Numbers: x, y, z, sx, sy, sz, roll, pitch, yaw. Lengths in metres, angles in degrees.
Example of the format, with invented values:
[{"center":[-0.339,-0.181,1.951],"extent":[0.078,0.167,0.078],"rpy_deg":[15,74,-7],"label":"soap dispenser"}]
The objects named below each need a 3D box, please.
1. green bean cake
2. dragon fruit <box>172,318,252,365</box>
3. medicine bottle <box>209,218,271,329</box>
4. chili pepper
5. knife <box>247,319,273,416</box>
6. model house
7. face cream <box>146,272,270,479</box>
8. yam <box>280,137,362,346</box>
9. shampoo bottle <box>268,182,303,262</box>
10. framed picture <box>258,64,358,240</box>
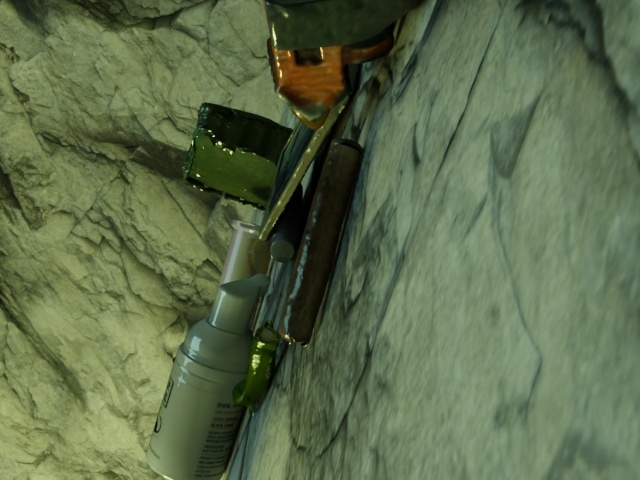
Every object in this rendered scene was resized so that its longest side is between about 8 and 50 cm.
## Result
[{"center":[-0.157,-0.173,2.087],"extent":[0.255,0.241,0.132],"rpy_deg":[123,166,-69],"label":"green bean cake"},{"center":[-0.201,0.220,1.935],"extent":[0.133,0.165,0.136],"rpy_deg":[61,-174,-21],"label":"dragon fruit"},{"center":[-0.186,0.174,2.081],"extent":[0.108,0.108,0.426],"rpy_deg":[-173,98,-83],"label":"medicine bottle"},{"center":[-0.095,0.196,1.479],"extent":[0.052,0.050,0.202],"rpy_deg":[-59,-5,-39],"label":"chili pepper"},{"center":[-0.098,0.201,1.611],"extent":[0.026,0.022,0.184],"rpy_deg":[77,-164,-45],"label":"knife"},{"center":[0.022,-0.268,1.276],"extent":[0.301,0.190,0.271],"rpy_deg":[86,175,-47],"label":"model house"},{"center":[-0.187,0.227,1.741],"extent":[0.145,0.145,0.370],"rpy_deg":[-106,32,-78],"label":"face cream"},{"center":[0.000,0.000,1.197],"extent":[0.046,0.046,0.264],"rpy_deg":[126,161,-71],"label":"yam"},{"center":[-0.061,-0.032,1.755],"extent":[0.234,0.049,0.087],"rpy_deg":[-87,17,-63],"label":"shampoo bottle"},{"center":[-0.014,-0.187,1.660],"extent":[0.247,0.022,0.335],"rpy_deg":[-78,15,-48],"label":"framed picture"}]
